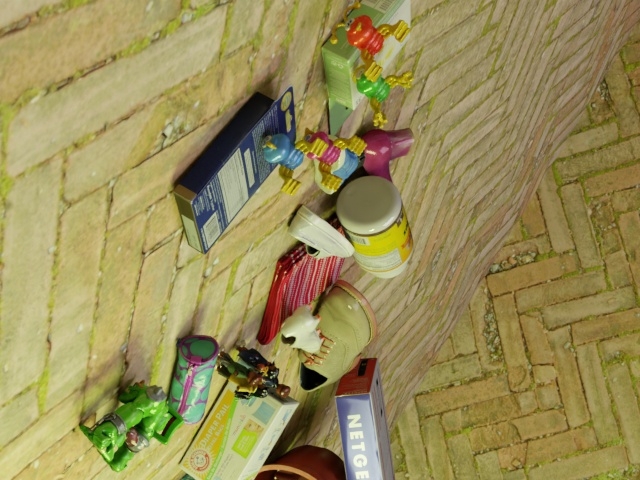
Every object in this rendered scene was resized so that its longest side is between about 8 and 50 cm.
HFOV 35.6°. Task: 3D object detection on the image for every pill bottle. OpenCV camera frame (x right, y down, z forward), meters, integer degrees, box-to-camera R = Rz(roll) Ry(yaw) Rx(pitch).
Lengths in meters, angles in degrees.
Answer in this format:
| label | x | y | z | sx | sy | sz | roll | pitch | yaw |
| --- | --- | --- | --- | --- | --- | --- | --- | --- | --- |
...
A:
| label | x | y | z | sx | sy | sz | roll | pitch | yaw |
| --- | --- | --- | --- | --- | --- | --- | --- | --- | --- |
| pill bottle | 0.104 | -0.016 | 1.809 | 0.117 | 0.117 | 0.215 | -54 | 152 | -18 |

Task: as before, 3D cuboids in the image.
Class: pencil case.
| label | x | y | z | sx | sy | sz | roll | pitch | yaw |
| --- | --- | --- | --- | --- | --- | --- | --- | --- | --- |
| pencil case | -0.200 | 0.216 | 1.538 | 0.070 | 0.065 | 0.151 | -62 | 170 | -53 |

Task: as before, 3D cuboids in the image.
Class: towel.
| label | x | y | z | sx | sy | sz | roll | pitch | yaw |
| --- | --- | --- | --- | --- | --- | --- | --- | --- | --- |
| towel | -0.017 | 0.062 | 1.841 | 0.275 | 0.031 | 0.198 | -39 | 154 | -48 |

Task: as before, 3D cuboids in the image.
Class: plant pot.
| label | x | y | z | sx | sy | sz | roll | pitch | yaw |
| --- | --- | --- | --- | --- | --- | --- | --- | --- | --- |
| plant pot | -0.051 | 0.595 | 2.243 | 0.272 | 0.272 | 0.265 | -64 | 170 | 12 |

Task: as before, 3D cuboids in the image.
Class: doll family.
| label | x | y | z | sx | sy | sz | roll | pitch | yaw |
| --- | --- | --- | --- | --- | --- | --- | --- | --- | --- |
| doll family | -0.114 | 0.229 | 1.709 | 0.076 | 0.111 | 0.193 | -65 | 162 | 16 |

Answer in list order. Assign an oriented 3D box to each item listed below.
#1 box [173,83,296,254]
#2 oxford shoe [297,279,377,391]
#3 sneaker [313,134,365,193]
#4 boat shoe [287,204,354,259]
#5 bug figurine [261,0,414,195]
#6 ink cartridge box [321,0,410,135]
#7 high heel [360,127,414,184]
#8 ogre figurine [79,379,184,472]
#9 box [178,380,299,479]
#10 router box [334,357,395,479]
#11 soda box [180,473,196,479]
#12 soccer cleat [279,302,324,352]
| label | x | y | z | sx | sy | sz | roll | pitch | yaw |
| --- | --- | --- | --- | --- | --- | --- | --- | --- | --- |
| box | -0.109 | -0.102 | 1.334 | 0.225 | 0.036 | 0.136 | -52 | 161 | -24 |
| oxford shoe | 0.025 | 0.209 | 2.023 | 0.130 | 0.123 | 0.348 | -41 | 157 | -29 |
| sneaker | 0.035 | -0.143 | 1.612 | 0.084 | 0.058 | 0.152 | -46 | 162 | -21 |
| boat shoe | 0.000 | 0.000 | 1.714 | 0.063 | 0.066 | 0.184 | -50 | 154 | 1 |
| bug figurine | 0.024 | -0.185 | 1.383 | 0.279 | 0.072 | 0.216 | -54 | 157 | 2 |
| ink cartridge box | 0.074 | -0.270 | 1.539 | 0.171 | 0.056 | 0.235 | -53 | 159 | -21 |
| high heel | 0.085 | -0.112 | 1.814 | 0.117 | 0.082 | 0.244 | -12 | 154 | -25 |
| ogre figurine | -0.262 | 0.265 | 1.403 | 0.118 | 0.097 | 0.197 | -40 | 145 | -19 |
| box | -0.147 | 0.352 | 1.804 | 0.203 | 0.114 | 0.103 | -60 | 163 | 1 |
| router box | 0.110 | 0.475 | 2.341 | 0.301 | 0.082 | 0.335 | -47 | 130 | -80 |
| soda box | -0.258 | 0.493 | 1.804 | 0.210 | 0.067 | 0.071 | -33 | 148 | -56 |
| soccer cleat | -0.039 | 0.168 | 1.812 | 0.076 | 0.068 | 0.196 | -34 | 162 | -11 |
